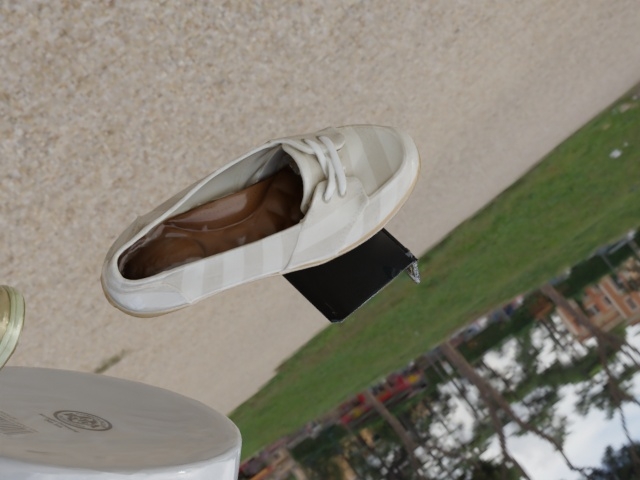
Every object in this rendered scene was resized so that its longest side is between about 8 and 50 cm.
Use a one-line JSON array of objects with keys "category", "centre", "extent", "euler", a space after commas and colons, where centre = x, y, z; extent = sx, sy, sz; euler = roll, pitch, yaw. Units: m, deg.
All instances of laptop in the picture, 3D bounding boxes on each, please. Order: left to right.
[{"category": "laptop", "centre": [0.000, 0.000, 1.146], "extent": [0.136, 0.234, 0.264], "euler": [-46, 166, -3]}]

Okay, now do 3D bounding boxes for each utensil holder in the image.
[{"category": "utensil holder", "centre": [-0.247, 0.333, 0.761], "extent": [0.327, 0.327, 0.386], "euler": [3, 99, -78]}]

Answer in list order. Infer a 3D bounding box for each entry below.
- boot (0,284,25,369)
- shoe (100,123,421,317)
[{"category": "boot", "centre": [-0.313, 0.052, 0.545], "extent": [0.213, 0.077, 0.165], "euler": [-18, 144, 20]}, {"category": "shoe", "centre": [-0.030, -0.016, 0.531], "extent": [0.219, 0.077, 0.058], "euler": [-27, 165, -14]}]
